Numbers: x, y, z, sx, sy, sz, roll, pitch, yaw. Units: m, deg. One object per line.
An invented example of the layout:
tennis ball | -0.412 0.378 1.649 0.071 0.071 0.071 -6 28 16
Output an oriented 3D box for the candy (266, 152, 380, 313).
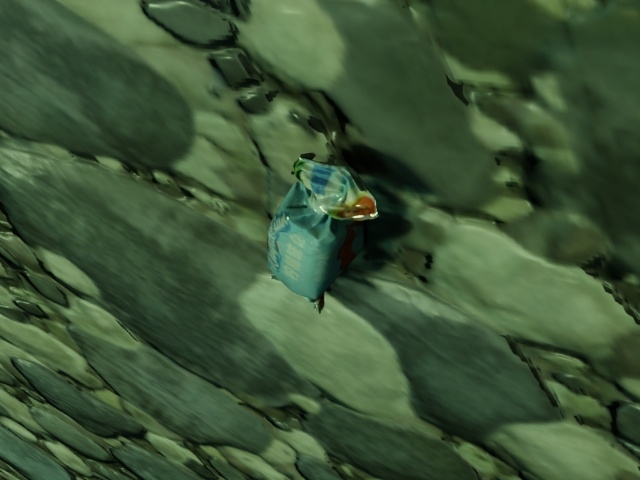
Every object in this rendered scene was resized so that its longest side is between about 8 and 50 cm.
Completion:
candy | 0.001 0.000 0.353 0.030 0.020 0.083 29 155 9
